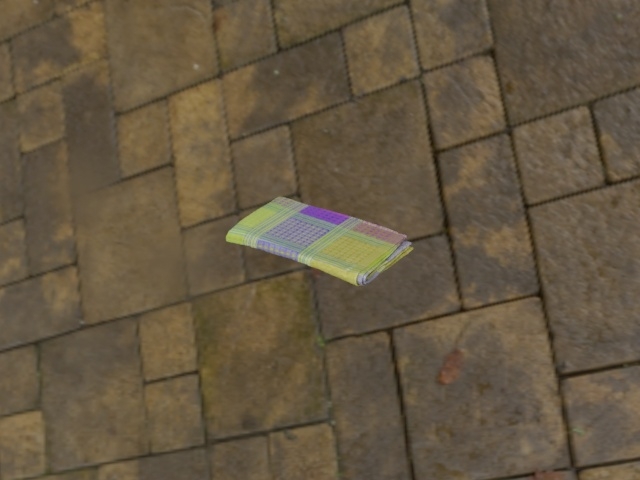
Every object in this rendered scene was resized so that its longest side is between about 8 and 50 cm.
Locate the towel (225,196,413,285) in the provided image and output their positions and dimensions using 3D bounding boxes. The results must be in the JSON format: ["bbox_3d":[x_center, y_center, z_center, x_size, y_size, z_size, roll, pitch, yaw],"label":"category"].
[{"bbox_3d":[0.000,0.000,0.570,0.083,0.060,0.009,18,119,23],"label":"towel"}]
